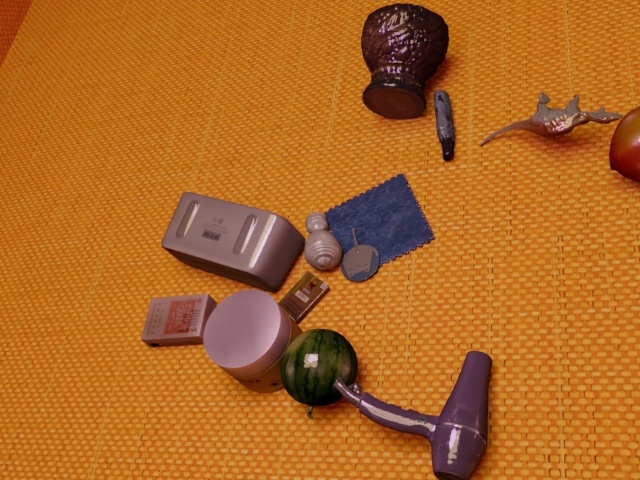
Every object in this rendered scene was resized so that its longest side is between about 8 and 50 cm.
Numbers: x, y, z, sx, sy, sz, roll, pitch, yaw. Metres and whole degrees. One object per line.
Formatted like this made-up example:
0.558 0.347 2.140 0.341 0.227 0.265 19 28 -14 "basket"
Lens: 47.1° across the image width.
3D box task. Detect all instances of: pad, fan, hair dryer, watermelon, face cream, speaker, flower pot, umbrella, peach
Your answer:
0.158 -0.043 2.057 0.269 0.012 0.269 -27 51 7 "pad"
0.103 0.036 2.019 0.113 0.005 0.175 -20 53 14 "fan"
0.206 0.358 1.654 0.361 0.121 0.301 14 56 12 "hair dryer"
-0.005 0.322 1.783 0.188 0.188 0.215 2 78 27 "watermelon"
-0.165 0.263 1.899 0.218 0.179 0.218 -13 54 18 "face cream"
-0.263 0.002 2.128 0.406 0.183 0.184 14 72 33 "speaker"
0.240 -0.523 2.196 0.266 0.266 0.267 2 71 27 "flower pot"
0.361 -0.338 2.129 0.052 0.053 0.250 -11 54 18 "umbrella"
0.792 -0.228 1.772 0.197 0.197 0.197 -13 54 18 "peach"

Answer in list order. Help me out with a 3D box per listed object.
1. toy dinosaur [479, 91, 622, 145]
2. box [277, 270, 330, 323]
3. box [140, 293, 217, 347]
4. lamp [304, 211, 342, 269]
0.598 -0.324 1.949 0.393 0.092 0.205 -8 32 30 "toy dinosaur"
-0.047 0.155 2.016 0.133 0.023 0.090 -47 53 -10 "box"
-0.408 0.232 2.117 0.201 0.058 0.141 -5 57 22 "box"
0.000 0.000 2.052 0.106 0.106 0.193 -23 44 11 "lamp"
